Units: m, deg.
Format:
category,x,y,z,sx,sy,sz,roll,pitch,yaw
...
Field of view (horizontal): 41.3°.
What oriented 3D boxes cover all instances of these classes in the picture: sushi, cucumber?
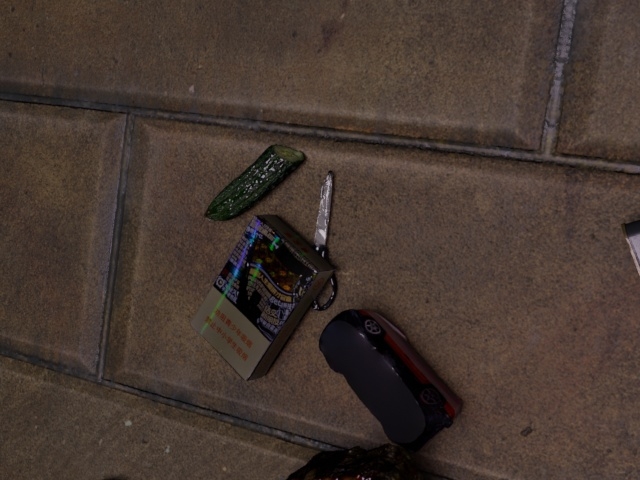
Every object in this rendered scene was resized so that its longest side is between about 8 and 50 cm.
category,x,y,z,sx,sy,sz,roll,pitch,yaw
sushi,0.073,0.517,1.646,0.343,0.182,0.196,-18,108,47
cucumber,-0.150,-0.118,1.854,0.265,0.077,0.077,-41,74,23

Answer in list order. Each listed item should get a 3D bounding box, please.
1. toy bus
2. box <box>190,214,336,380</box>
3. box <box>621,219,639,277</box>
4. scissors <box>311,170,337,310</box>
category,x,y,z,sx,sy,sz,roll,pitch,yaw
toy bus,0.136,0.267,1.670,0.303,0.147,0.127,49,113,18
box,-0.130,0.122,1.823,0.198,0.084,0.310,42,112,23
box,0.592,0.052,1.444,0.090,0.144,0.201,-21,80,22
scissors,0.000,0.000,1.802,0.109,0.022,0.300,12,99,27
